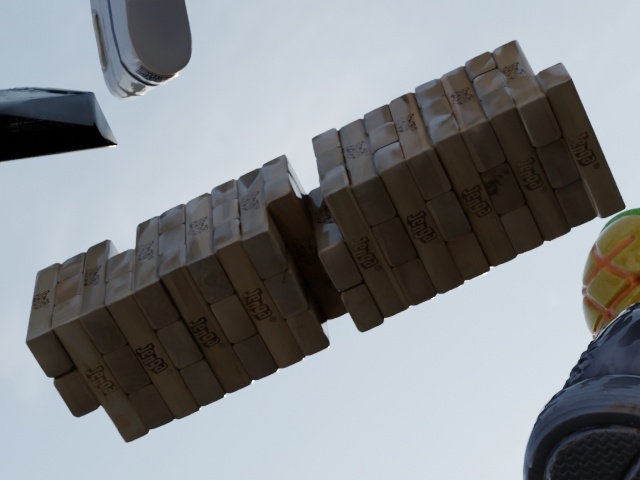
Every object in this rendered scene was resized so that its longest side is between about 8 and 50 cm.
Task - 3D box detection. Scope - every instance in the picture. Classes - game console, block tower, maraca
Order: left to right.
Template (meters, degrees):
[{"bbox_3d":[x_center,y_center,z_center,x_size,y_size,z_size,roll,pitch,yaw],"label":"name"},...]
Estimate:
[{"bbox_3d":[-0.325,-0.083,1.259,0.213,0.361,0.044,-11,-77,-40],"label":"game console"},{"bbox_3d":[0.000,0.000,1.026,0.335,0.097,0.091,-25,-64,7],"label":"block tower"},{"bbox_3d":[0.258,0.066,1.348,0.099,0.127,0.185,-12,-93,-30],"label":"maraca"}]

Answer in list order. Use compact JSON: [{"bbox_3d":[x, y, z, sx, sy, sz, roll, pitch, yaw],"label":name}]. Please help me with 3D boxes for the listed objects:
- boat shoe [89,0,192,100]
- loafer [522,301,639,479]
[{"bbox_3d":[-0.176,-0.249,1.577,0.095,0.258,0.084,14,-28,-35],"label":"boat shoe"},{"bbox_3d":[0.150,0.164,0.733,0.095,0.109,0.302,-59,-36,-52],"label":"loafer"}]
